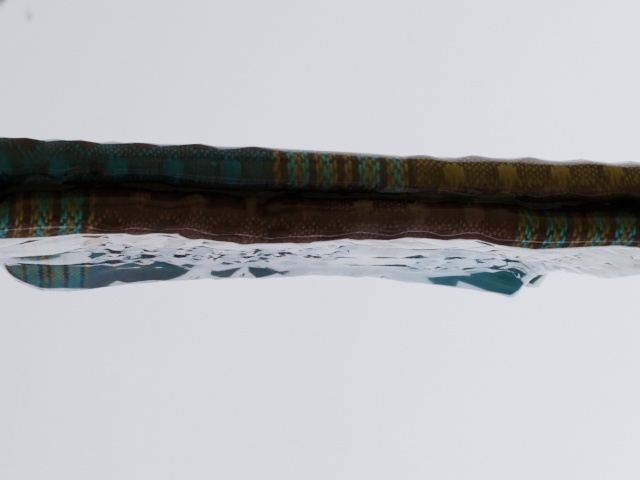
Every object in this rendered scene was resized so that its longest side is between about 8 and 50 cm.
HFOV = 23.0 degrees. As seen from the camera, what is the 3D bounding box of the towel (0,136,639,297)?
[{"bbox_3d":[0.000,0.000,0.604,0.272,0.370,0.040,1,-92,-7],"label":"towel"}]
